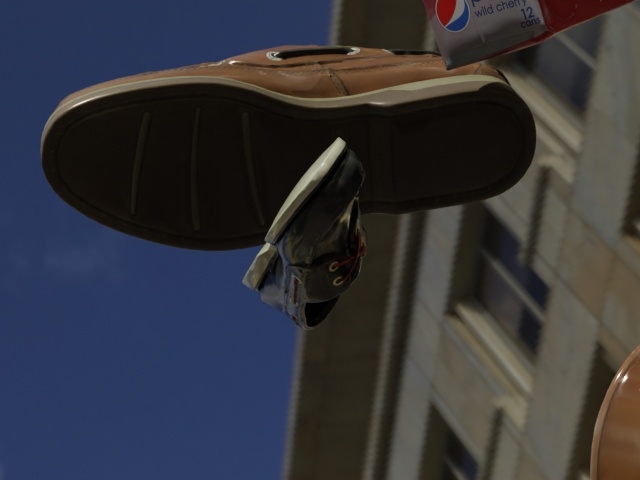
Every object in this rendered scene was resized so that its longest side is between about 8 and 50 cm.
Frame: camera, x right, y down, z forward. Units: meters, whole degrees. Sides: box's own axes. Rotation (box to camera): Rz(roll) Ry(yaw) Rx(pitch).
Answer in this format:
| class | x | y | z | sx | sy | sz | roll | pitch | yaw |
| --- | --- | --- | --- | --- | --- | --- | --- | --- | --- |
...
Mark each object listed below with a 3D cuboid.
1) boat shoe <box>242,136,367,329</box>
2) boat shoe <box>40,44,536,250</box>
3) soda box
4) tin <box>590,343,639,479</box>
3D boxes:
| class | x | y | z | sx | sy | sz | roll | pitch | yaw |
| --- | --- | --- | --- | --- | --- | --- | --- | --- | --- |
| boat shoe | 0.001 | -0.001 | 0.708 | 0.049 | 0.042 | 0.133 | -51 | -5 | -22 |
| boat shoe | -0.025 | -0.066 | 1.113 | 0.307 | 0.104 | 0.111 | 0 | -63 | -14 |
| soda box | 0.167 | -0.188 | 1.118 | 0.263 | 0.083 | 0.092 | -27 | -80 | -47 |
| tin | 0.173 | 0.122 | 0.735 | 0.106 | 0.040 | 0.190 | -38 | -63 | -25 |
